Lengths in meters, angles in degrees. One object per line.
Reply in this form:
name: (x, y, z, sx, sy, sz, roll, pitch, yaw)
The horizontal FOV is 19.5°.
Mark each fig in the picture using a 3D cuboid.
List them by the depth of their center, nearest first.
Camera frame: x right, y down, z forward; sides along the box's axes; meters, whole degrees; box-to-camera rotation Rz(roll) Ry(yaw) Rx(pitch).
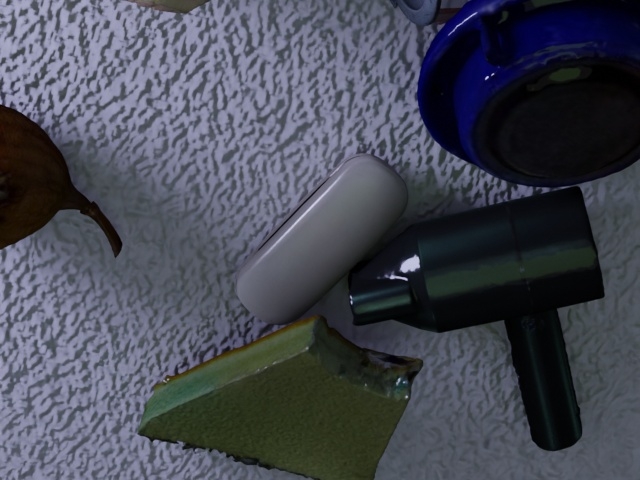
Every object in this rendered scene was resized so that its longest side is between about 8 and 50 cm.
fig: (-0.271, -0.052, 1.756, 0.201, 0.133, 0.146, 9, 144, -29)

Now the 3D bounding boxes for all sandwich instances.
sandwich: (-0.040, 0.143, 1.826, 0.245, 0.063, 0.212, 14, 138, -6)

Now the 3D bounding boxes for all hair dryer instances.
hair dryer: (0.166, 0.105, 1.847, 0.244, 0.116, 0.302, -13, 121, 6)

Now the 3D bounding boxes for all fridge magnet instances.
fridge magnet: (0.220, -0.143, 1.697, 0.265, 0.112, 0.265, -4, 144, -3)

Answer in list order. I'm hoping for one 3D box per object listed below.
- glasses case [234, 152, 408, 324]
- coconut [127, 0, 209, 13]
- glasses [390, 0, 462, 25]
glasses case: (0.000, 0.000, 1.812, 0.081, 0.051, 0.204, 41, 106, -19)
coconut: (-0.139, -0.291, 1.629, 0.147, 0.147, 0.152, 13, 119, -8)
glasses: (0.184, -0.317, 1.691, 0.268, 0.118, 0.234, -7, 114, -21)
